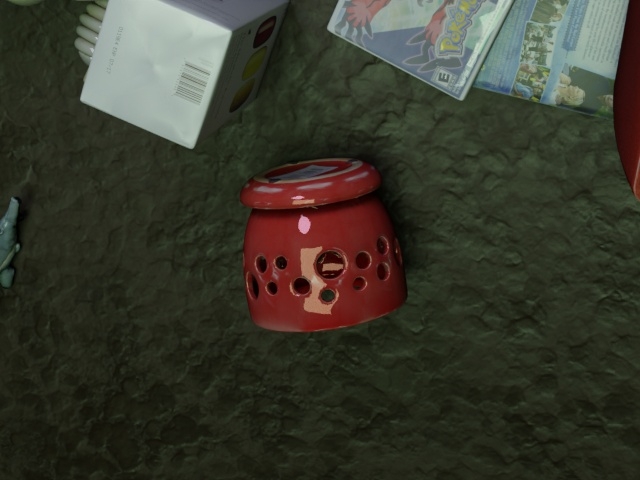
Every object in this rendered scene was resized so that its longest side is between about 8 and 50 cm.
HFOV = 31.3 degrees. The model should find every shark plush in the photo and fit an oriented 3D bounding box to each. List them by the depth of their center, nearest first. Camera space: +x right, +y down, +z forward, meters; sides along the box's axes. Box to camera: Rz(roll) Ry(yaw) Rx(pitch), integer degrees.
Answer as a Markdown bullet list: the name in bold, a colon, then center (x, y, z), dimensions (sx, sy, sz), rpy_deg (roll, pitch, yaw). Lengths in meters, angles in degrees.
- **shark plush**: center (-0.423, 0.016, 1.504), dimensions (0.073, 0.067, 0.161), rpy_deg (43, 112, -4)

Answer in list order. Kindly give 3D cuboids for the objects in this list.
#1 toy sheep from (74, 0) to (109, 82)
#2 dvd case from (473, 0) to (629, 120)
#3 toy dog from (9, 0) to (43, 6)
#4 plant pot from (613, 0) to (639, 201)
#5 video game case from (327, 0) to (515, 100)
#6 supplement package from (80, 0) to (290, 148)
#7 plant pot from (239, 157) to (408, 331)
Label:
- **toy sheep**: center (-0.249, -0.245, 1.365), dimensions (0.091, 0.091, 0.132), rpy_deg (26, 94, 3)
- **dvd case**: center (0.296, -0.235, 1.282), dimensions (0.253, 0.022, 0.180), rpy_deg (15, 111, 7)
- **toy dog**: center (-0.311, -0.432, 1.145), dimensions (0.395, 0.285, 0.408), rpy_deg (36, 136, -10)
- **plant pot**: center (0.426, -0.194, 1.134), dimensions (0.267, 0.236, 0.267), rpy_deg (3, 112, -4)
- **video game case**: center (0.125, -0.287, 1.285), dimensions (0.183, 0.023, 0.201), rpy_deg (30, 114, 10)
- **supplement package**: center (-0.142, -0.215, 1.265), dimensions (0.133, 0.244, 0.139), rpy_deg (24, 113, 4)
- **plant pot**: center (0.000, 0.000, 1.342), dimensions (0.191, 0.191, 0.174), rpy_deg (-3, 105, 14)
